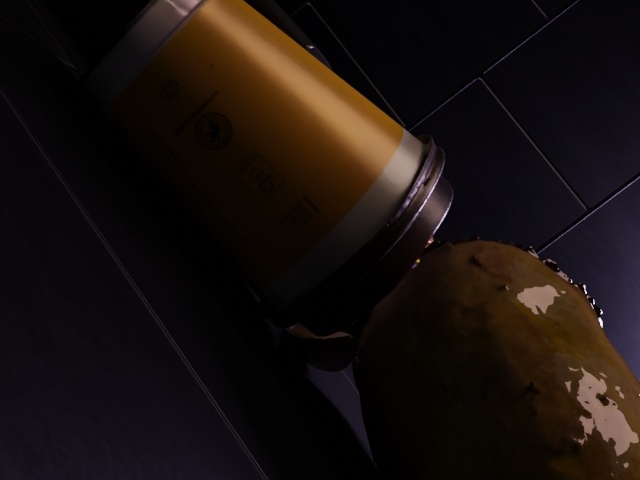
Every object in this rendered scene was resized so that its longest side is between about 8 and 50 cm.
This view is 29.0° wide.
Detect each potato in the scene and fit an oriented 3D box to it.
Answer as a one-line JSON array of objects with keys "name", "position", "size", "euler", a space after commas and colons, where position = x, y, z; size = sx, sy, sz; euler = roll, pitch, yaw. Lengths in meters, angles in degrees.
[{"name": "potato", "position": [0.144, 0.161, 0.894], "size": [0.229, 0.229, 0.266], "euler": [50, 16, -28]}, {"name": "potato", "position": [-0.002, 0.090, 1.013], "size": [0.093, 0.037, 0.036], "euler": [-171, -109, -70]}]

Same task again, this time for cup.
[{"name": "cup", "position": [-0.043, -0.071, 0.958], "size": [0.280, 0.196, 0.196], "euler": [43, 6, -10]}]

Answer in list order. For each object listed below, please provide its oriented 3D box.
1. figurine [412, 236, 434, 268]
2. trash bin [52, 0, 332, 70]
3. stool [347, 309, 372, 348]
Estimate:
[{"name": "figurine", "position": [0.072, -0.021, 1.905], "size": [0.263, 0.142, 0.189], "euler": [54, 37, 5]}, {"name": "trash bin", "position": [-0.128, -0.195, 1.132], "size": [0.225, 0.165, 0.115], "euler": [51, 5, 11]}, {"name": "stool", "position": [0.126, 0.103, 1.381], "size": [0.139, 0.153, 0.228], "euler": [53, 5, 2]}]
